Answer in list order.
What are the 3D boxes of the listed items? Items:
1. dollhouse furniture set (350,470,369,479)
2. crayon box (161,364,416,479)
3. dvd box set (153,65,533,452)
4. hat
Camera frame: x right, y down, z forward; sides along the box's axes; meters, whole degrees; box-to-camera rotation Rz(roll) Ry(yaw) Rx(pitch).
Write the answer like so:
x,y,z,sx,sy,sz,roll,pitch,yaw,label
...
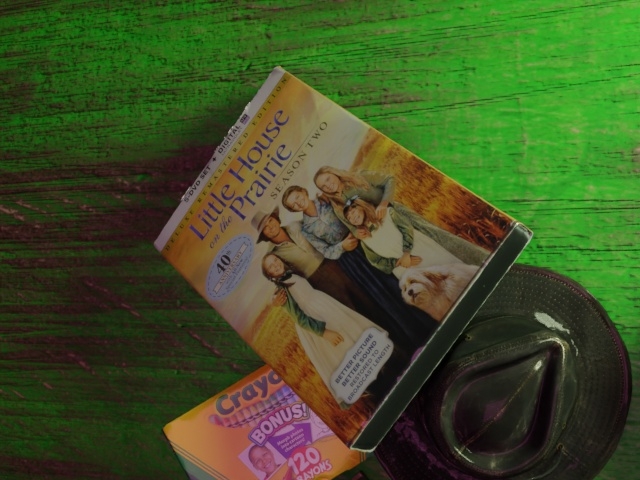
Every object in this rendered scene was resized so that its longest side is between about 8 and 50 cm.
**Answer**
x,y,z,sx,sy,sz,roll,pitch,yaw,label
0.012,0.417,0.975,0.183,0.129,0.129,-43,77,12,dollhouse furniture set
-0.039,0.238,0.981,0.278,0.081,0.165,-31,80,-2,crayon box
0.000,0.000,0.938,0.420,0.062,0.307,40,97,35,dvd box set
0.207,0.170,0.872,0.331,0.134,0.331,-1,78,5,hat
